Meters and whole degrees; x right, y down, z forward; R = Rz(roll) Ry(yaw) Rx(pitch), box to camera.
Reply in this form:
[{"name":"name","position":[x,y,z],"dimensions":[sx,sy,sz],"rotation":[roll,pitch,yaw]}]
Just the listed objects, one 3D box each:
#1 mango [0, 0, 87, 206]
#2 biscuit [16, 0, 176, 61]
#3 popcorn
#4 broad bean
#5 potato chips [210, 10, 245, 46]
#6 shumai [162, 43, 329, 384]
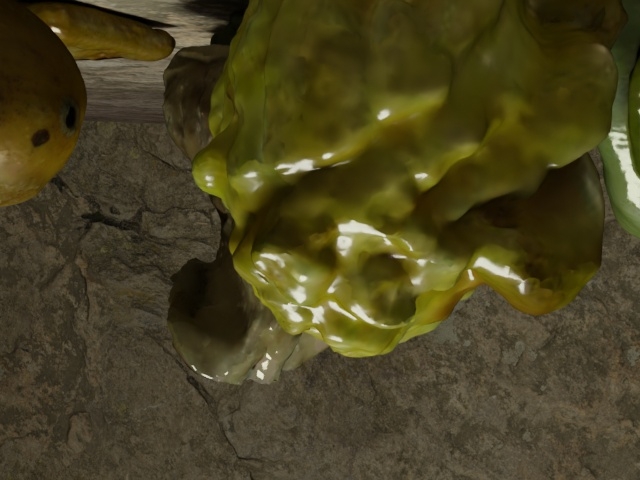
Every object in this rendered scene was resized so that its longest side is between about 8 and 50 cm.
[{"name":"mango","position":[-0.320,-0.126,0.661],"dimensions":[0.329,0.176,0.176],"rotation":[23,143,-25]},{"name":"biscuit","position":[-0.249,-0.194,0.936],"dimensions":[0.174,0.039,0.183],"rotation":[7,-175,24]},{"name":"popcorn","position":[0.056,-0.063,0.538],"dimensions":[0.251,0.237,0.206],"rotation":[-27,-166,16]},{"name":"broad bean","position":[0.247,-0.085,0.713],"dimensions":[0.100,0.169,0.228],"rotation":[7,175,28]},{"name":"potato chips","position":[0.093,-0.165,0.971],"dimensions":[0.429,0.070,0.358],"rotation":[6,-172,2]},{"name":"shumai","position":[0.000,0.000,0.825],"dimensions":[0.313,0.263,0.267],"rotation":[12,175,18]}]
